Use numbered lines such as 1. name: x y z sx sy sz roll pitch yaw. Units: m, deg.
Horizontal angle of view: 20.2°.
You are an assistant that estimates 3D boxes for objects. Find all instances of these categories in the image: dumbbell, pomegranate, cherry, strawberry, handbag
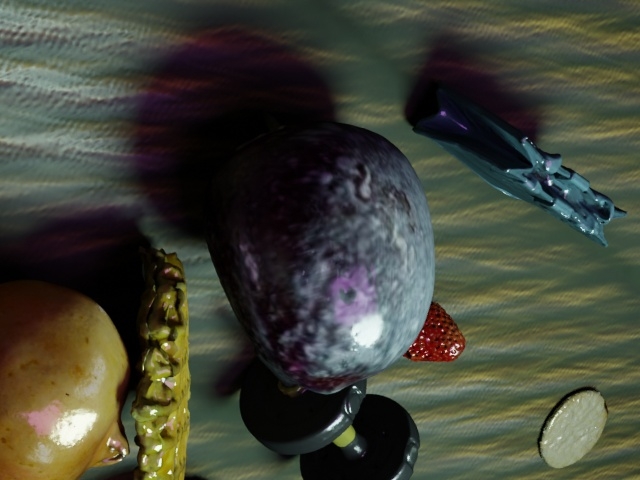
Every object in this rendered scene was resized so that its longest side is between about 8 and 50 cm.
1. dumbbell: 0.012 0.200 1.974 0.143 0.143 0.325 -46 136 -8
2. pomegranate: -0.274 0.139 1.650 0.209 0.209 0.209 -21 128 -30
3. cherry: 0.000 0.000 1.766 0.218 0.296 0.255 -17 169 13
4. strawberry: 0.127 0.108 2.062 0.073 0.083 0.073 -19 120 -38
5. handbag: 0.220 -0.077 1.955 0.229 0.179 0.062 29 94 -48

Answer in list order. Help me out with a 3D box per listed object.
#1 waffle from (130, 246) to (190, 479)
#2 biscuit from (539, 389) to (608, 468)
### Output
1. waffle: -0.154 0.146 1.753 0.052 0.245 0.254 1 135 -1
2. biscuit: 0.334 0.249 2.370 0.120 0.015 0.120 -21 128 -29
